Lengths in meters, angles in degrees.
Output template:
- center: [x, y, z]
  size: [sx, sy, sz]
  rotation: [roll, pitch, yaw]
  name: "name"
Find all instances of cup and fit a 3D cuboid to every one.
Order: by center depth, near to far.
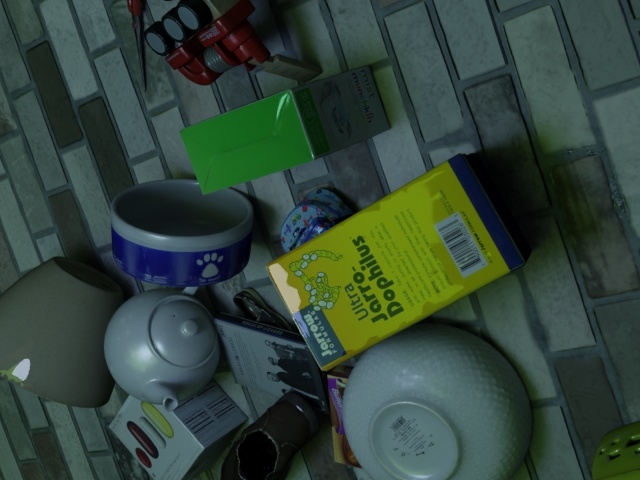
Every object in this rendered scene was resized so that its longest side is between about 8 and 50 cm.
- center: [-0.554, 0.176, 2.237]
  size: [0.331, 0.331, 0.236]
  rotation: [32, 96, 24]
  name: "cup"

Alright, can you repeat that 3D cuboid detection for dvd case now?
- center: [-0.090, 0.240, 2.031]
  size: [0.239, 0.029, 0.179]
  rotation: [13, 133, 33]
  name: "dvd case"

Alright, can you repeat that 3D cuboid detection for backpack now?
- center: [0.000, 0.000, 1.858]
  size: [0.173, 0.117, 0.158]
  rotation: [48, 127, 17]
  name: "backpack"

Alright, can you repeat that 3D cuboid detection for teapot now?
- center: [-0.294, 0.192, 2.059]
  size: [0.187, 0.253, 0.256]
  rotation: [-37, 82, 49]
  name: "teapot"

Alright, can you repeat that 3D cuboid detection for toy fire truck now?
- center: [-0.146, -0.332, 1.798]
  size: [0.246, 0.158, 0.217]
  rotation: [50, 151, -15]
  name: "toy fire truck"

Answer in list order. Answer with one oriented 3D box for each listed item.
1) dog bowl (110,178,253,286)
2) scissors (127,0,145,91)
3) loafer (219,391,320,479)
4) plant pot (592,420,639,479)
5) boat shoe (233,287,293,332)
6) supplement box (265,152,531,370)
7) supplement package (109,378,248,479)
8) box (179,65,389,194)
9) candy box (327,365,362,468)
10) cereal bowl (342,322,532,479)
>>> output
- center: [-0.260, -0.018, 1.947]
  size: [0.265, 0.265, 0.104]
  rotation: [21, 121, 30]
  name: "dog bowl"
- center: [-0.365, -0.444, 2.032]
  size: [0.109, 0.021, 0.297]
  rotation: [46, 144, 43]
  name: "scissors"
- center: [-0.134, 0.434, 2.087]
  size: [0.134, 0.130, 0.366]
  rotation: [45, 135, 16]
  name: "loafer"
- center: [0.531, 0.400, 1.546]
  size: [0.228, 0.207, 0.227]
  rotation: [-27, 89, 41]
  name: "plant pot"
- center: [-0.115, 0.159, 2.041]
  size: [0.152, 0.049, 0.056]
  rotation: [42, 125, 17]
  name: "boat shoe"
- center: [0.128, 0.029, 1.640]
  size: [0.357, 0.194, 0.195]
  rotation: [-30, 87, 15]
  name: "supplement box"
- center: [-0.304, 0.388, 2.199]
  size: [0.203, 0.149, 0.194]
  rotation: [45, 127, 14]
  name: "supplement package"
- center: [-0.060, -0.191, 1.759]
  size: [0.262, 0.231, 0.126]
  rotation: [-14, 98, 39]
  name: "box"
- center: [0.077, 0.338, 1.960]
  size: [0.109, 0.053, 0.186]
  rotation: [7, 112, 34]
  name: "candy box"
- center: [0.184, 0.322, 1.785]
  size: [0.339, 0.141, 0.338]
  rotation: [9, 112, 23]
  name: "cereal bowl"
